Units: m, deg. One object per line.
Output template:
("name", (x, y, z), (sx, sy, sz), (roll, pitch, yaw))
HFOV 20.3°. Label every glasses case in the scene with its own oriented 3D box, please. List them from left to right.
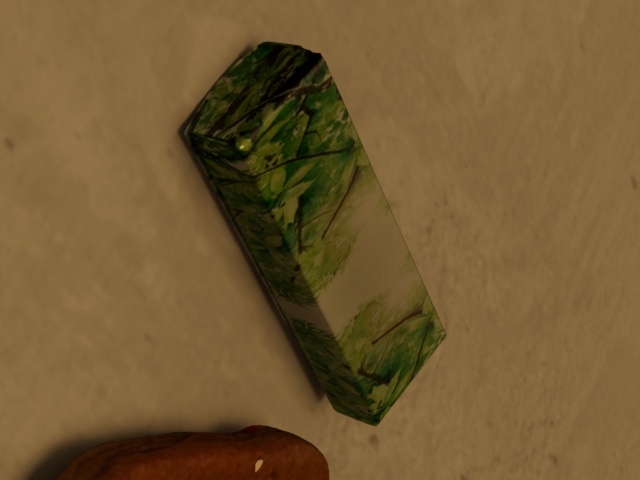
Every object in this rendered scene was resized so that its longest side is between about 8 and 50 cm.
("glasses case", (0.000, 0.000, 1.200), (0.095, 0.062, 0.272), (-49, 135, -26))

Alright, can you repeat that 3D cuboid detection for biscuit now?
("biscuit", (-0.108, 0.246, 1.132), (0.277, 0.052, 0.262), (-2, 106, -54))
